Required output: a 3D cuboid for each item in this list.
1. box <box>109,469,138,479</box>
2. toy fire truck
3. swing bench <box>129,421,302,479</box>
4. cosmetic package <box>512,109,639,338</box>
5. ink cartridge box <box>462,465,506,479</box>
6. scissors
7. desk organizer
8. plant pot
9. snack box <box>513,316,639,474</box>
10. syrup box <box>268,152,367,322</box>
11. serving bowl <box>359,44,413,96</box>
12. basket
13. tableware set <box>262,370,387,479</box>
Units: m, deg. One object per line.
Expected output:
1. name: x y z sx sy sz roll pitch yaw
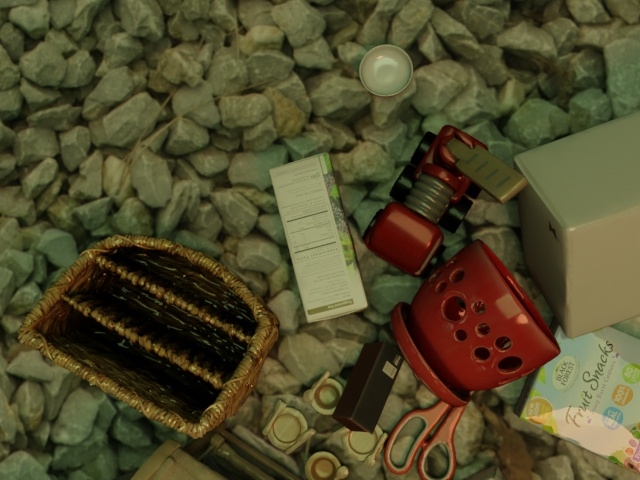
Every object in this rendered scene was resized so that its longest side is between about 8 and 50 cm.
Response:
1. box: -0.325 0.543 1.014 0.215 0.168 0.345 -23 83 3
2. toy fire truck: 0.169 -0.054 0.983 0.158 0.246 0.217 32 88 9
3. swing bench: -0.115 0.385 0.952 0.253 0.254 0.165 28 88 14
4. cosmetic package: 0.503 -0.062 0.935 0.453 0.230 0.161 -19 44 2
5. ink cartridge box: 0.205 0.464 1.037 0.232 0.066 0.189 -34 82 23
6. scissors: 0.200 0.227 1.065 0.109 0.021 0.297 28 89 10
7. desk organizer: 0.071 0.216 1.055 0.047 0.050 0.130 40 61 -22
8. plant pot: 0.208 0.121 0.992 0.174 0.191 0.191 -38 81 17
9. snack box: 0.408 0.216 1.020 0.207 0.070 0.174 23 87 10
10. syrup box: 0.000 0.000 1.073 0.096 0.093 0.237 -16 83 4
11. serving bowl: 0.103 -0.263 1.122 0.083 0.027 0.083 -1 84 5
12. basket: -0.220 0.113 1.021 0.299 0.223 0.213 28 88 9
13. tableware set: 0.006 0.293 1.080 0.141 0.020 0.169 -44 81 0
